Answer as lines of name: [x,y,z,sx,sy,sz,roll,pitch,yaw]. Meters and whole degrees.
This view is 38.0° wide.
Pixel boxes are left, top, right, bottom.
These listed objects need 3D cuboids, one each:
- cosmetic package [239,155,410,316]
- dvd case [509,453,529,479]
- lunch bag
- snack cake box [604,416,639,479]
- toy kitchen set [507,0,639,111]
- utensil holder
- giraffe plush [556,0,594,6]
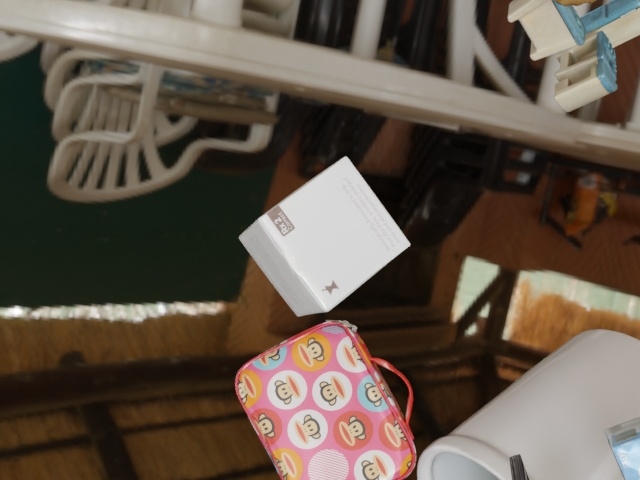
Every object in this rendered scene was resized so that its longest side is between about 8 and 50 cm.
cosmetic package: [0.000,0.000,1.283,0.151,0.151,0.184,53,165,-3]
dvd case: [0.259,0.378,1.056,0.018,0.221,0.164,-18,-167,13]
lunch bag: [0.026,0.282,1.526,0.258,0.293,0.120,-27,170,2]
snack cake box: [0.465,0.332,1.115,0.152,0.264,0.089,-23,180,11]
toy kitchen set: [0.329,-0.284,1.162,0.122,0.166,0.207,-25,-155,29]
utensil holder: [0.407,0.371,1.555,0.385,0.327,0.328,-33,-149,-28]
giraffe plush: [0.311,-0.325,0.900,0.171,0.181,0.210,1,-155,24]
